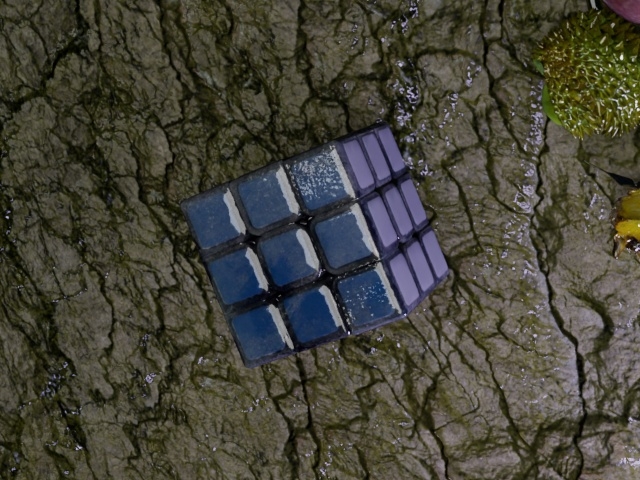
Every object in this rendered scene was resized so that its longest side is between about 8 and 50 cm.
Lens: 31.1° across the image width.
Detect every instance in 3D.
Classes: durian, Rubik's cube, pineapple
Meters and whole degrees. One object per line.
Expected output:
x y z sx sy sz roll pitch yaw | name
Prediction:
0.420 -0.250 1.747 0.176 0.237 0.200 -18 90 15 | durian
0.000 0.000 1.906 0.305 0.304 0.301 -20 93 21 | Rubik's cube
0.582 -0.040 1.792 0.334 0.161 0.158 -5 60 4 | pineapple

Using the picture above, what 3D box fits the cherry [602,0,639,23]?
0.485 -0.430 1.633 0.285 0.213 0.236 46 102 17 | cherry

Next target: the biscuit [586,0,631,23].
0.511 -0.454 1.763 0.344 0.057 0.287 44 111 7 | biscuit
